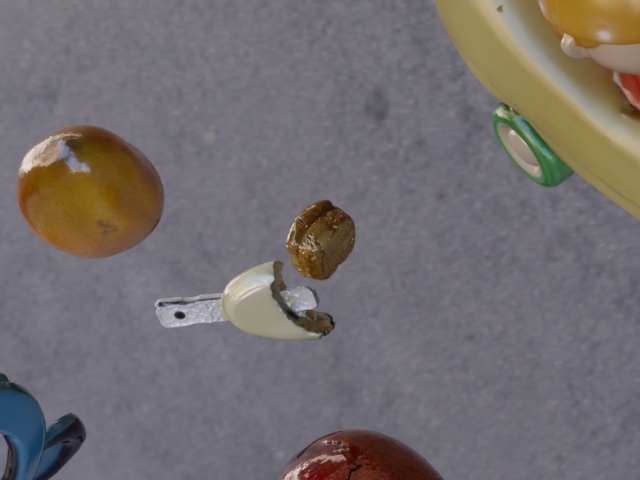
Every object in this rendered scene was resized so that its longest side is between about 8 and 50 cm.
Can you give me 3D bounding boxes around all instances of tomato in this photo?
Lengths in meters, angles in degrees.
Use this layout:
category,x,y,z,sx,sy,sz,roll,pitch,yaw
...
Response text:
category,x,y,z,sx,sy,sz,roll,pitch,yaw
tomato,0.031,0.291,1.591,0.184,0.208,0.208,41,131,-18

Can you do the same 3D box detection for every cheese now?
category,x,y,z,sx,sy,sz,roll,pitch,yaw
cheese,-0.109,0.089,2.114,0.235,0.050,0.127,-8,129,21

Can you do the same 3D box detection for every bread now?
category,x,y,z,sx,sy,sz,roll,pitch,yaw
bread,0.000,0.000,1.579,0.046,0.083,0.081,28,99,26

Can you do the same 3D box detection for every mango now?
category,x,y,z,sx,sy,sz,roll,pitch,yaw
mango,-0.228,-0.054,1.568,0.219,0.145,0.112,92,173,-69

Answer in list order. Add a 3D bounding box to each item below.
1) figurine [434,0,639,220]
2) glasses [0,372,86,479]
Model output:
category,x,y,z,sx,sy,sz,roll,pitch,yaw
figurine,0.169,-0.105,0.807,0.324,0.124,0.222,45,166,44
glasses,-0.217,0.080,0.532,0.207,0.102,0.239,37,119,-6
